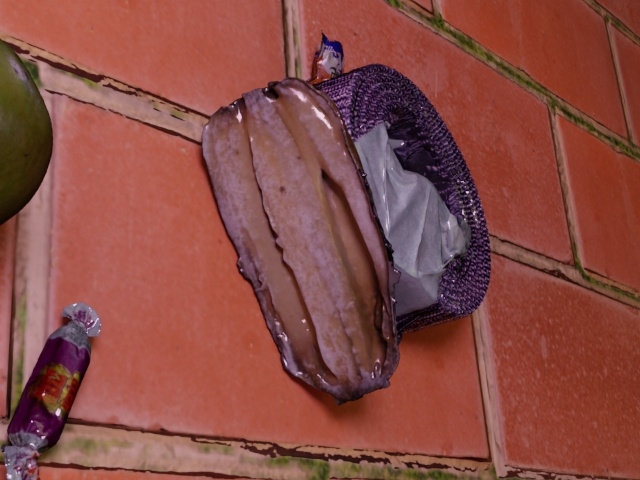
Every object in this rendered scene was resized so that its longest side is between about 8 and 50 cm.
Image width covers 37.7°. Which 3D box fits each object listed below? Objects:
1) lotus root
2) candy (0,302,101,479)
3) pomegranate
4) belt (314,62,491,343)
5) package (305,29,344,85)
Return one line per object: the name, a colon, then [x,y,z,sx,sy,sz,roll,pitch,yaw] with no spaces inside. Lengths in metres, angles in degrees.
lotus root: [0.000,0.001,0.948,0.078,0.167,0.329,-30,104,-66]
candy: [-0.209,0.121,0.727,0.045,0.043,0.175,41,42,-28]
pomegranate: [-0.290,-0.064,0.631,0.210,0.180,0.180,-48,114,-17]
belt: [0.090,-0.048,1.088,0.325,0.122,0.260,57,36,-23]
package: [0.006,-0.196,1.136,0.077,0.033,0.111,27,69,-66]
